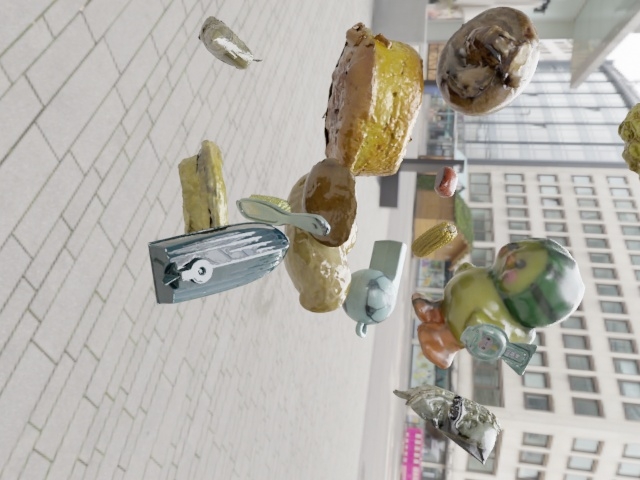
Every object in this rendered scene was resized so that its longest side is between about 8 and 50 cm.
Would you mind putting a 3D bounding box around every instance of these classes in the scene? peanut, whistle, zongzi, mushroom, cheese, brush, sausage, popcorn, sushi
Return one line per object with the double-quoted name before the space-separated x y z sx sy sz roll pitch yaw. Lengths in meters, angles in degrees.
"peanut" 0.000 0.000 1.383 0.169 0.192 0.387 136 -39 -55
"whistle" 0.136 0.117 1.460 0.163 0.163 0.290 61 41 -69
"zongzi" -0.228 -0.489 1.429 0.189 0.081 0.178 34 16 -33
"mushroom" 0.400 -0.414 1.286 0.263 0.195 0.283 -46 -165 12
"cheese" 0.289 0.174 0.899 0.026 0.120 0.067 -68 180 -74
"brush" -0.076 -0.064 1.209 0.060 0.296 0.068 -44 129 -29
"sausage" 0.353 -0.163 1.532 0.059 0.054 0.094 -38 -151 56
"popcorn" 0.721 -0.202 1.140 0.197 0.155 0.198 5 81 -36
"sushi" 0.319 0.414 1.344 0.109 0.273 0.134 -55 165 -2

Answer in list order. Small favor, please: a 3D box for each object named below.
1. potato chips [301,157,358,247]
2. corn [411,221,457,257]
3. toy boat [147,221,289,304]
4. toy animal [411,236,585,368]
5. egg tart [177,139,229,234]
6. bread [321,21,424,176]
"potato chips" 0.014 -0.083 1.225 0.049 0.150 0.202 -23 134 -57
"corn" 0.181 0.000 0.882 0.092 0.037 0.037 -43 -149 53
"toy boat" -0.142 0.024 0.810 0.246 0.103 0.093 -15 105 -40
"toy animal" 0.365 0.132 1.110 0.191 0.338 0.216 45 25 -22
"egg tart" -0.243 -0.073 1.136 0.279 0.094 0.279 176 -90 -77
"bread" 0.122 -0.328 1.321 0.337 0.204 0.358 -108 -155 -59
